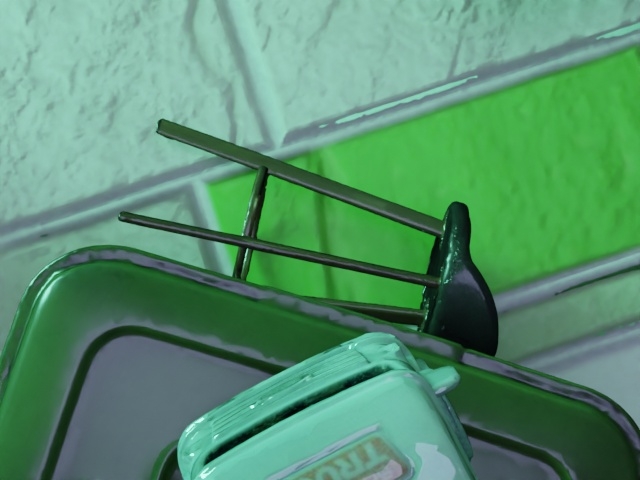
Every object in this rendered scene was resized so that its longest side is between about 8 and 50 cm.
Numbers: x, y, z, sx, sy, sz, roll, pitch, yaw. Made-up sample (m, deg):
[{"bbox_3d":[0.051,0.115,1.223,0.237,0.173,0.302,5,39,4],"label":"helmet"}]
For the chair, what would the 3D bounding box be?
[{"bbox_3d":[0.000,0.001,0.814,0.221,0.104,0.095,16,69,1],"label":"chair"}]

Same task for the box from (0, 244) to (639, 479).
[{"bbox_3d":[-0.020,0.157,0.763,0.328,0.178,0.253,18,88,-3],"label":"box"}]

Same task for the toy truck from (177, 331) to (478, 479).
[{"bbox_3d":[0.052,0.197,0.596,0.136,0.162,0.305,-27,91,-4],"label":"toy truck"}]
